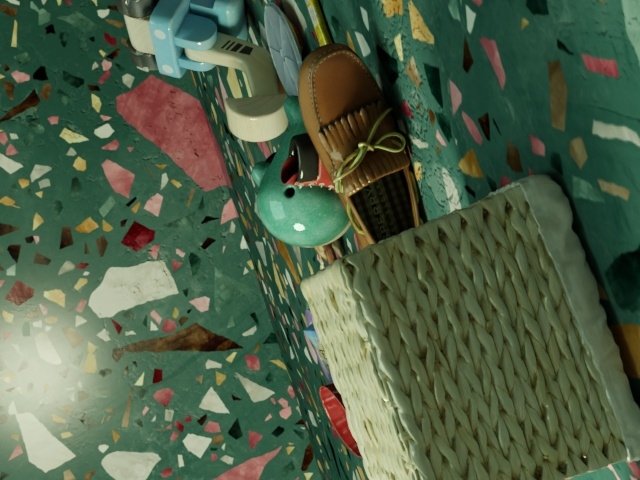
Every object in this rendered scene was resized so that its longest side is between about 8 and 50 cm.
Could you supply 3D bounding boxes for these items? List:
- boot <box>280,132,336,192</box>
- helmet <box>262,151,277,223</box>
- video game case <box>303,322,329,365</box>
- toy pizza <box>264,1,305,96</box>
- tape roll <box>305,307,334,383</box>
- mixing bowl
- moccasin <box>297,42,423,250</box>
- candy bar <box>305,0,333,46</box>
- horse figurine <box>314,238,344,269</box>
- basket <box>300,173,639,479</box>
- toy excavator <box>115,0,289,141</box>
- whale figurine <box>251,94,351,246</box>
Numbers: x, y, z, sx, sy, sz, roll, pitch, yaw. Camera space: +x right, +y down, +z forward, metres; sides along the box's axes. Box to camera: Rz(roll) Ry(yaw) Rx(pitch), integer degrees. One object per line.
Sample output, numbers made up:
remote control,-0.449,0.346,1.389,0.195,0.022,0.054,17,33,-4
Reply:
boot,0.024,-0.091,1.783,0.088,0.176,0.244,-124,16,-45
helmet,-0.033,-0.082,2.073,0.169,0.169,0.162,-127,29,-56
video game case,0.087,0.259,2.157,0.244,0.061,0.269,55,166,-5
toy pizza,-0.058,-0.359,2.086,0.201,0.032,0.201,160,90,-78
tape roll,0.035,0.234,2.517,0.189,0.080,0.189,161,90,-78
mixing bowl,0.086,0.382,2.446,0.181,0.098,0.181,54,163,26
moccasin,0.068,-0.111,1.629,0.147,0.139,0.380,-136,28,-64
candy bar,0.006,-0.346,1.838,0.040,0.018,0.162,163,88,-75
horse figurine,0.000,0.000,2.333,0.263,0.066,0.174,-128,15,-64
basket,0.161,0.130,1.284,0.328,0.266,0.331,141,111,-79
toy excavator,-0.229,-0.440,2.359,0.222,0.445,0.433,85,-157,-55
whale figurine,-0.027,-0.125,1.896,0.141,0.216,0.272,11,-99,-70
